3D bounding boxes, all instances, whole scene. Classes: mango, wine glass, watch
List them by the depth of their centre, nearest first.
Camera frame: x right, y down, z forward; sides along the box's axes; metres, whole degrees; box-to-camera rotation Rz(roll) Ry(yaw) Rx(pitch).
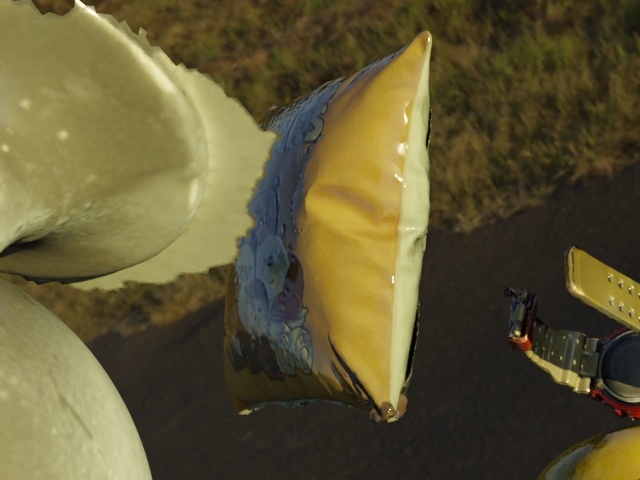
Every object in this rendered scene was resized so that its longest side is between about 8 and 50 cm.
[{"bbox_3d":[-0.156,0.067,0.391,0.238,0.238,0.323,-24,39,35],"label":"wine glass"},{"bbox_3d":[0.258,0.232,1.017,0.195,0.130,0.091,-41,50,38],"label":"mango"},{"bbox_3d":[0.252,0.083,1.038,0.165,0.268,0.102,-11,57,47],"label":"watch"}]

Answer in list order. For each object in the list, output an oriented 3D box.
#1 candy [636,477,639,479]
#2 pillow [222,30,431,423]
[{"bbox_3d":[0.171,0.128,0.389,0.331,0.187,0.077,-45,-15,18],"label":"candy"},{"bbox_3d":[0.000,0.000,0.966,0.310,0.119,0.312,164,116,-66],"label":"pillow"}]
